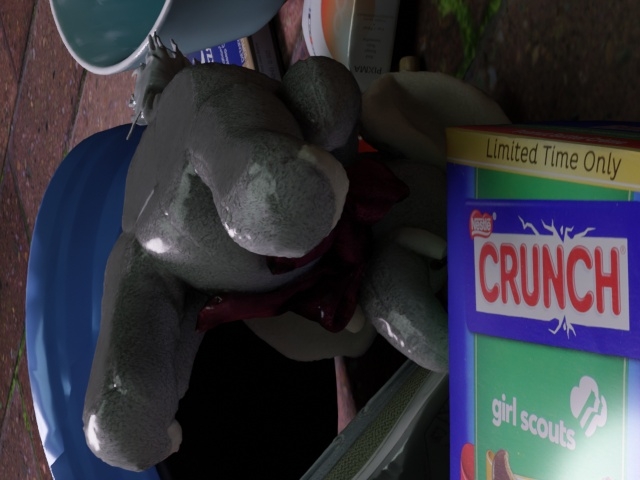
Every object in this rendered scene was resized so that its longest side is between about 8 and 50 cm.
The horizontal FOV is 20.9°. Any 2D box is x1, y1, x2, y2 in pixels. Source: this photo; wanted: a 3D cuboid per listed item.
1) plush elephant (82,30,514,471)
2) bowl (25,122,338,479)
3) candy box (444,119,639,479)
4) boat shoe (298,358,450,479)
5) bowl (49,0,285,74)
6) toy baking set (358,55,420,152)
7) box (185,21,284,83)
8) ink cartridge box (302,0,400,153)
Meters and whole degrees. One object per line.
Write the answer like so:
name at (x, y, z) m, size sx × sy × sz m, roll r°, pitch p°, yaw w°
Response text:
plush elephant at (0.000, 0.000, 1.167) m, size 0.272 × 0.255 × 0.330 m, roll -58°, pitch 25°, yaw 28°
bowl at (-0.091, 0.094, 1.362) m, size 0.077 × 0.391 × 0.391 m, roll -11°, pitch 80°, yaw 23°
candy box at (0.180, 0.094, 0.993) m, size 0.268 × 0.122 × 0.317 m, roll -164°, pitch 74°, yaw -67°
boat shoe at (0.038, 0.185, 1.226) m, size 0.320 × 0.118 × 0.103 m, roll -54°, pitch 21°, yaw 5°
bowl at (-0.114, -0.296, 1.545) m, size 0.311 × 0.163 × 0.312 m, roll -7°, pitch 82°, yaw 56°
toy baking set at (0.050, -0.026, 1.409) m, size 0.197 × 0.030 × 0.256 m, roll -145°, pitch 61°, yaw -69°
box at (-0.094, -0.151, 1.724) m, size 0.225 × 0.036 × 0.136 m, roll 126°, pitch 136°, yaw -58°
ink cartridge box at (0.015, -0.141, 1.422) m, size 0.145 × 0.045 × 0.179 m, roll -132°, pitch 50°, yaw -66°
